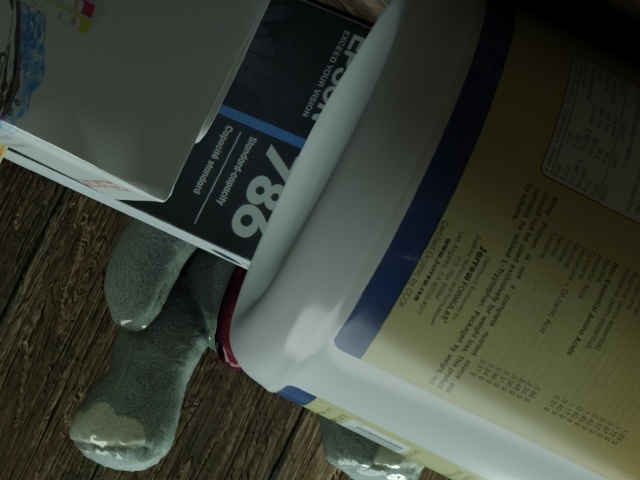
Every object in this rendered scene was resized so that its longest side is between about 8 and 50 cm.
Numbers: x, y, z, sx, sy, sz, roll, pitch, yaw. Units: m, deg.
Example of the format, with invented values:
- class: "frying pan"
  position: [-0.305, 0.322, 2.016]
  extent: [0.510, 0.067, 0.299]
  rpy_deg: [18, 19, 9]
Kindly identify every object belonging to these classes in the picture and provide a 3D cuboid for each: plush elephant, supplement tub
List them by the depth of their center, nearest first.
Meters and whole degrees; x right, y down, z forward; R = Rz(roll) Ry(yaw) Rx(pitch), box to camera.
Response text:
- class: "supplement tub"
  position: [0.138, 0.030, 0.933]
  extent: [0.316, 0.228, 0.228]
  rpy_deg: [27, 175, -7]
- class: "plush elephant"
  position: [0.000, 0.000, 1.307]
  extent: [0.272, 0.330, 0.255]
  rpy_deg: [14, 156, -19]

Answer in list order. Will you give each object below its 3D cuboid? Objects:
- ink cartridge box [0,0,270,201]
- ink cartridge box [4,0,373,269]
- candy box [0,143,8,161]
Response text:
- class: "ink cartridge box"
  position: [-0.160, -0.143, 0.973]
  extent: [0.233, 0.168, 0.171]
  rpy_deg: [27, 175, -16]
- class: "ink cartridge box"
  position: [-0.067, -0.082, 1.149]
  extent: [0.333, 0.165, 0.065]
  rpy_deg: [23, 173, 16]
- class: "candy box"
  position: [-0.272, -0.101, 1.102]
  extent: [0.183, 0.316, 0.087]
  rpy_deg: [25, 175, 2]
